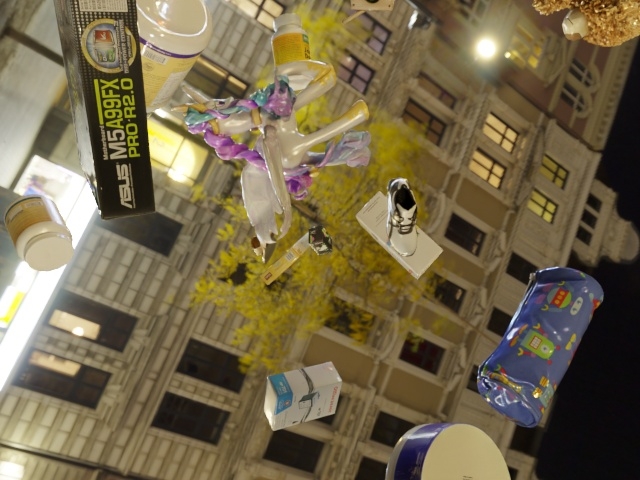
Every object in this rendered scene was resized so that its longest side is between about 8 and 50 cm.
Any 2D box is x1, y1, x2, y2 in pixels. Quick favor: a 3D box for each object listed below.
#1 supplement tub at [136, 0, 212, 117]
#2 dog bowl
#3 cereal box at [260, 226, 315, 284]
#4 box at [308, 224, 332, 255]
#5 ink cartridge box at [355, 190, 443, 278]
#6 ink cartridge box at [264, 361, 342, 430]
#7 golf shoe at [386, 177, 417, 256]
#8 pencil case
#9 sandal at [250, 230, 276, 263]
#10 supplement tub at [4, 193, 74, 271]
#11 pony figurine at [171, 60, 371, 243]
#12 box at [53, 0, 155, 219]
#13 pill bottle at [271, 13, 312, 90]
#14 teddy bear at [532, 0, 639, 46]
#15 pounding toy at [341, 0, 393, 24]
[{"bbox_3d":[-0.440,-0.467,1.299,0.331,0.241,0.240,-35,-144,42],"label":"supplement tub"},{"bbox_3d":[0.264,0.509,1.075,0.104,0.265,0.264,-31,-141,51],"label":"dog bowl"},{"bbox_3d":[-0.100,0.050,1.866,0.173,0.047,0.240,-42,-179,27],"label":"cereal box"},{"bbox_3d":[0.000,0.000,1.745,0.052,0.083,0.062,-15,-126,18],"label":"box"},{"bbox_3d":[0.259,-0.012,1.740,0.117,0.278,0.201,-46,169,1],"label":"ink cartridge box"},{"bbox_3d":[-0.049,0.423,1.448,0.082,0.191,0.139,-125,-144,-48],"label":"ink cartridge box"},{"bbox_3d":[0.197,-0.051,1.278,0.094,0.077,0.198,-104,-177,-81],"label":"golf shoe"},{"bbox_3d":[0.393,0.177,0.956,0.306,0.133,0.119,-50,163,-25],"label":"pencil case"},{"bbox_3d":[-0.211,0.004,1.884,0.088,0.079,0.240,-59,173,-20],"label":"sandal"},{"bbox_3d":[-0.784,-0.021,1.480,0.199,0.144,0.144,47,-70,34],"label":"supplement tub"},{"bbox_3d":[-0.077,-0.189,1.076,0.350,0.364,0.303,68,-20,0],"label":"pony figurine"},{"bbox_3d":[-0.249,-0.186,0.596,0.216,0.060,0.269,40,-46,51],"label":"box"},{"bbox_3d":[-0.090,-0.587,1.652,0.118,0.118,0.208,-12,-94,59],"label":"pill bottle"},{"bbox_3d":[0.412,-0.470,0.889,0.113,0.337,0.245,-30,-163,-5],"label":"teddy bear"},{"bbox_3d":[0.130,-0.645,1.404,0.141,0.130,0.100,-76,168,-48],"label":"pounding toy"}]
